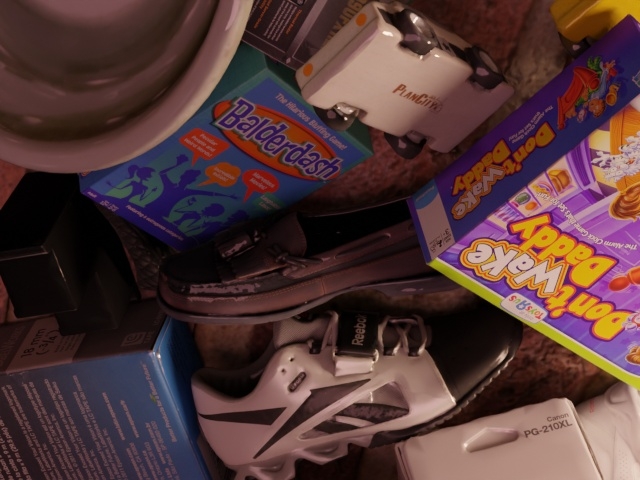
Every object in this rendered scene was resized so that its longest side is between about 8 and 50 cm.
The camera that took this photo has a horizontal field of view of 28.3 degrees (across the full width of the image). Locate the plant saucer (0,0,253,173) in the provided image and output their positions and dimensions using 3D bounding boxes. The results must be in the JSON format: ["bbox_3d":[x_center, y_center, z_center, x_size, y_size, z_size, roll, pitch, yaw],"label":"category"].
[{"bbox_3d":[-0.188,-0.253,0.919,0.400,0.100,0.401,11,111,30],"label":"plant saucer"}]

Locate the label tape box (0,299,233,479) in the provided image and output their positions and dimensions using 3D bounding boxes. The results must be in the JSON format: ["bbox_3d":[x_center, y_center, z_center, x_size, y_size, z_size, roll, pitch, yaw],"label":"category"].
[{"bbox_3d":[-0.275,0.204,1.316,0.333,0.106,0.241,-10,119,13],"label":"label tape box"}]

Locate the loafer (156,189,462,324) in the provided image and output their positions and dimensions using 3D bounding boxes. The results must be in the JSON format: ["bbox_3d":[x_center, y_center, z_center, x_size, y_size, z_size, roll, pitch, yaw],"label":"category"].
[{"bbox_3d":[0.000,0.000,1.137,0.302,0.109,0.095,-7,126,-8],"label":"loafer"}]

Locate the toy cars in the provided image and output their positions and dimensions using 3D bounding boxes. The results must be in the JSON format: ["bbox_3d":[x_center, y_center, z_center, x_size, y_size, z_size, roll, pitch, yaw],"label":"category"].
[{"bbox_3d":[0.151,-0.162,0.982,0.393,0.087,0.176,-16,150,-18],"label":"toy cars"}]

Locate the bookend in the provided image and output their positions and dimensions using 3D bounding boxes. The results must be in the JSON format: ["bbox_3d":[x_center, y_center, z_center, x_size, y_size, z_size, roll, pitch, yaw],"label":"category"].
[{"bbox_3d":[-0.241,0.035,1.182,0.072,0.156,0.157,-9,120,13],"label":"bookend"}]

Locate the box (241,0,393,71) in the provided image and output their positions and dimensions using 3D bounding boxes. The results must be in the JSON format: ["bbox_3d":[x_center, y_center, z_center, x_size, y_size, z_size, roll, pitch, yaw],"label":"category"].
[{"bbox_3d":[-0.008,-0.251,0.946,0.183,0.056,0.231,28,123,-9],"label":"box"}]

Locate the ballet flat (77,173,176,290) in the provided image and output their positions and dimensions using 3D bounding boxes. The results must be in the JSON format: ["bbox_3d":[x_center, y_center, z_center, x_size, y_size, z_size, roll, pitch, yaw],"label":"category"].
[{"bbox_3d":[-0.186,-0.013,1.192,0.049,0.057,0.173,-19,126,14],"label":"ballet flat"}]

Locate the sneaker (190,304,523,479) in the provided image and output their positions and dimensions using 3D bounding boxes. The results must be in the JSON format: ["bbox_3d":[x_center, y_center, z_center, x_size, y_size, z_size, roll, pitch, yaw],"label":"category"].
[{"bbox_3d":[0.026,0.118,1.207,0.330,0.122,0.146,-25,108,10],"label":"sneaker"}]

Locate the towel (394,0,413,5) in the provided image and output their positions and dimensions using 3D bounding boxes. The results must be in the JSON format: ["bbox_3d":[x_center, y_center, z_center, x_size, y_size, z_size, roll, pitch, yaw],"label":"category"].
[{"bbox_3d":[0.020,-0.394,0.937,0.374,0.090,0.320,38,121,-14],"label":"towel"}]

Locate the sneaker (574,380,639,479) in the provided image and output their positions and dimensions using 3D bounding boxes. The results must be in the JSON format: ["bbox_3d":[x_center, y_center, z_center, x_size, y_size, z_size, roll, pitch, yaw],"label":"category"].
[{"bbox_3d":[0.317,0.244,1.278,0.115,0.090,0.232,-23,106,27],"label":"sneaker"}]

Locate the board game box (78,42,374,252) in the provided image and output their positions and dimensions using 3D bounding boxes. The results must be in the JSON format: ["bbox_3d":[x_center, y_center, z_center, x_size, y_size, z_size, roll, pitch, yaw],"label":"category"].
[{"bbox_3d":[-0.083,-0.075,1.121,0.210,0.047,0.160,-32,140,23],"label":"board game box"}]

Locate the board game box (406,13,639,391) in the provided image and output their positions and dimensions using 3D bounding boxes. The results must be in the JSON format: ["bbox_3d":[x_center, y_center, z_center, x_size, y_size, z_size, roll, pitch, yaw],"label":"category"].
[{"bbox_3d":[0.277,-0.005,1.061,0.347,0.078,0.233,29,123,-35],"label":"board game box"}]

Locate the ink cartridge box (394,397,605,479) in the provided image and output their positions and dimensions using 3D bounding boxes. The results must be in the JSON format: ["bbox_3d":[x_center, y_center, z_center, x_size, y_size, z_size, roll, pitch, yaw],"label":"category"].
[{"bbox_3d":[0.172,0.270,1.228,0.171,0.100,0.237,-15,141,-4],"label":"ink cartridge box"}]
